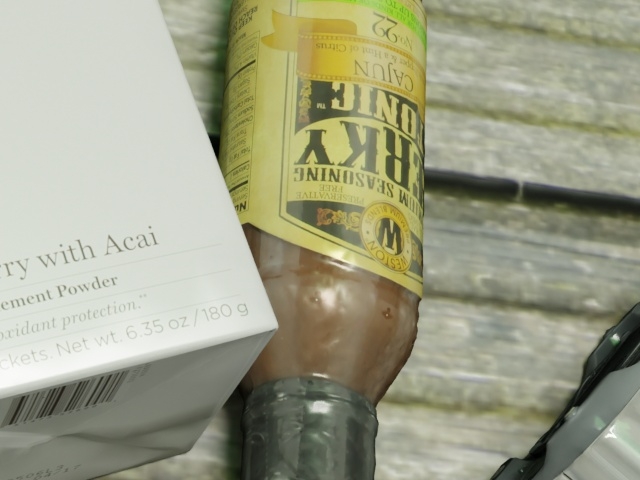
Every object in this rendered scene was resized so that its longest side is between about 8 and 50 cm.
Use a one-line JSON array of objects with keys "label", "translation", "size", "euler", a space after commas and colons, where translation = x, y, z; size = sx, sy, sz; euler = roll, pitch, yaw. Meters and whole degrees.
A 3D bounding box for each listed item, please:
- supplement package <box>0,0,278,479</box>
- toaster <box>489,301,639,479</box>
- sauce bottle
[{"label": "supplement package", "translation": [-0.166, -0.040, 0.818], "size": [0.178, 0.175, 0.293], "euler": [-13, 70, -23]}, {"label": "toaster", "translation": [0.197, 0.105, 0.889], "size": [0.146, 0.129, 0.227], "euler": [43, 49, 4]}, {"label": "sauce bottle", "translation": [0.000, 0.000, 0.894], "size": [0.111, 0.111, 0.344], "euler": [8, 62, -13]}]
